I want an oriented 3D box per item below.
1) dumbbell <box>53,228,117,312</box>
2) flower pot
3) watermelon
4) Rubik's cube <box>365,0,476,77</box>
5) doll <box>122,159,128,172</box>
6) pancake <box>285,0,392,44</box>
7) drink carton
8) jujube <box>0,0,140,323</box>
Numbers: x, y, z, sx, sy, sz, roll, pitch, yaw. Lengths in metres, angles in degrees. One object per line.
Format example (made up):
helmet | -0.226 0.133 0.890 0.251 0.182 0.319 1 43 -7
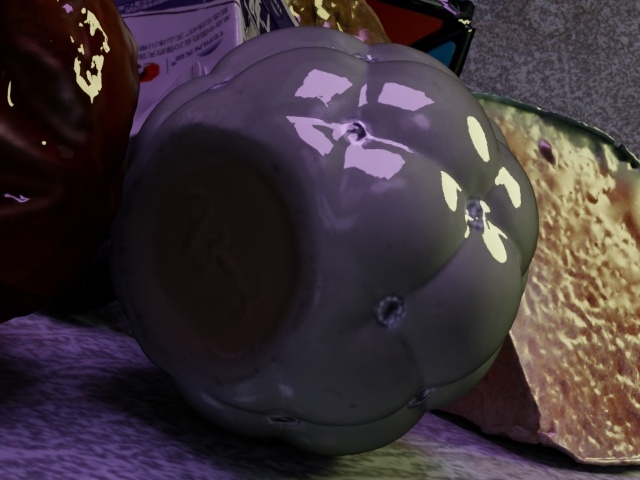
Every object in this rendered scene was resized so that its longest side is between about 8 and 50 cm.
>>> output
dumbbell | -0.176 -0.028 1.085 0.208 0.099 0.099 49 22 18
flower pot | 0.000 0.000 0.937 0.246 0.246 0.195 24 17 32
watermelon | 0.156 0.013 1.179 0.292 0.222 0.319 1 19 -43
Rubik's cube | 0.038 -0.202 1.972 0.246 0.248 0.250 18 12 1
doll | -0.174 -0.113 1.481 0.135 0.143 0.234 -30 50 -35
pancake | -0.050 -0.145 1.401 0.071 0.382 0.382 -25 -19 37
drink carton | -0.073 -0.108 1.143 0.102 0.134 0.222 -18 43 12
jujube | -0.284 -0.095 0.855 0.377 0.276 0.276 14 11 -18
